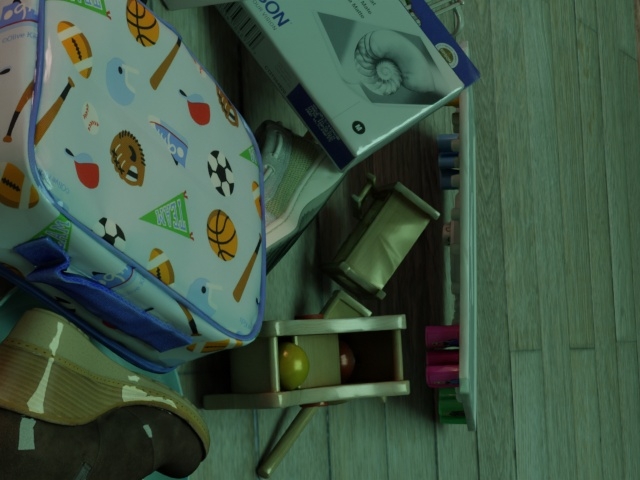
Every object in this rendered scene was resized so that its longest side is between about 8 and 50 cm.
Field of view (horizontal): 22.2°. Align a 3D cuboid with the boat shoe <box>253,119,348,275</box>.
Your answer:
[{"bbox_3d":[-0.074,-0.020,1.482,0.103,0.118,0.320,39,34,1],"label":"boat shoe"}]

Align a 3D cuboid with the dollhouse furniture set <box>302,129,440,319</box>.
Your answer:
[{"bbox_3d":[0.000,0.000,1.715,0.182,0.161,0.101,-54,-171,-9],"label":"dollhouse furniture set"}]

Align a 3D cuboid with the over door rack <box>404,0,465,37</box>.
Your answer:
[{"bbox_3d":[0.033,-0.350,1.798,0.324,0.108,0.239,67,26,-6],"label":"over door rack"}]

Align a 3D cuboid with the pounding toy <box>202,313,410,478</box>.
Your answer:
[{"bbox_3d":[0.000,0.147,1.541,0.269,0.154,0.155,5,81,-66],"label":"pounding toy"}]

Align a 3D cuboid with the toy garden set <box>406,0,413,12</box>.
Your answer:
[{"bbox_3d":[0.124,-0.446,2.073,0.204,0.049,0.244,-70,147,-44],"label":"toy garden set"}]

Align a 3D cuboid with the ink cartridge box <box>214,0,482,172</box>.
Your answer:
[{"bbox_3d":[0.036,-0.208,1.592,0.224,0.045,0.223,-36,87,-35],"label":"ink cartridge box"}]

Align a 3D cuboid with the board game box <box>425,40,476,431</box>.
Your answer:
[{"bbox_3d":[0.157,0.010,1.931,0.390,0.050,0.390,65,26,-76],"label":"board game box"}]

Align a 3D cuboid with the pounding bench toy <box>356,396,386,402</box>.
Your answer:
[{"bbox_3d":[0.032,0.127,1.730,0.052,0.065,0.083,-72,150,-43],"label":"pounding bench toy"}]

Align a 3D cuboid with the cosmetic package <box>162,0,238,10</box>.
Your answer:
[{"bbox_3d":[-0.041,-0.340,1.448,0.138,0.224,0.225,56,36,-49],"label":"cosmetic package"}]

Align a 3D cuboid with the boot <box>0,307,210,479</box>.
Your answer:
[{"bbox_3d":[-0.180,0.180,1.124,0.248,0.090,0.207,46,60,-54],"label":"boot"}]

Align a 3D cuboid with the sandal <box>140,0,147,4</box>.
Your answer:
[{"bbox_3d":[-0.197,-0.248,1.228,0.254,0.097,0.054,60,32,-45],"label":"sandal"}]

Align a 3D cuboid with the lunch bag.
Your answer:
[{"bbox_3d":[-0.154,-0.047,1.167,0.303,0.115,0.243,40,42,-48],"label":"lunch bag"}]

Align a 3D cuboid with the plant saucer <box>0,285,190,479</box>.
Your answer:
[{"bbox_3d":[-0.195,0.178,1.200,0.317,0.043,0.318,9,80,-63],"label":"plant saucer"}]
